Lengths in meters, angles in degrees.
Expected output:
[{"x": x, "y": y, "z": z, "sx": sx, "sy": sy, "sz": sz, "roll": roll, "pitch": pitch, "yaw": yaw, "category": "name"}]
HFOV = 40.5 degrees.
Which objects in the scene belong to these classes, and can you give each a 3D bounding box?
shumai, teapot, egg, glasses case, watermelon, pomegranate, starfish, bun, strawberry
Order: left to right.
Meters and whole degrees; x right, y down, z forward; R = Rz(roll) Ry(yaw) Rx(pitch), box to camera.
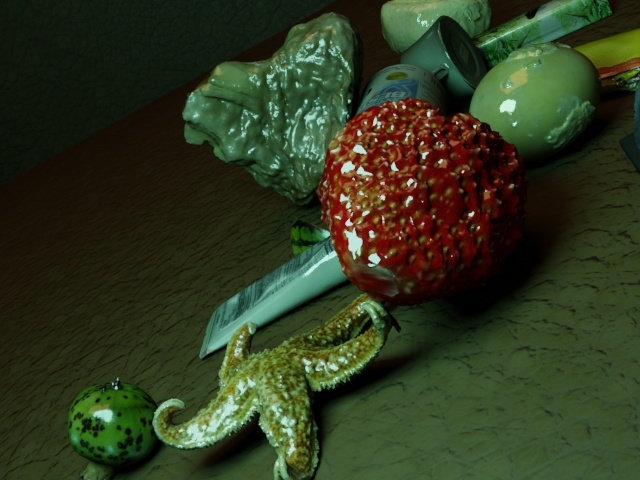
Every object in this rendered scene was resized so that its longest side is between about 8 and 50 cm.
[{"x": -0.272, "y": 0.255, "z": 1.118, "sx": 0.161, "sy": 0.122, "sz": 0.122, "roll": -69, "pitch": 24, "yaw": 6, "category": "pomegranate"}, {"x": -0.078, "y": -0.232, "z": 1.511, "sx": 0.283, "sy": 0.346, "sz": 0.217, "roll": 9, "pitch": 28, "yaw": 4, "category": "shumai"}, {"x": -0.033, "y": 0.155, "z": 1.014, "sx": 0.303, "sy": 0.113, "sz": 0.312, "roll": -22, "pitch": 21, "yaw": 22, "category": "starfish"}, {"x": -0.010, "y": -0.007, "z": 1.363, "sx": 0.087, "sy": 0.069, "sz": 0.163, "roll": -40, "pitch": 27, "yaw": -20, "category": "watermelon"}, {"x": 0.124, "y": -0.045, "z": 1.027, "sx": 0.261, "sy": 0.261, "sz": 0.257, "roll": -31, "pitch": 3, "yaw": 0, "category": "strawberry"}, {"x": 0.209, "y": -0.314, "z": 1.632, "sx": 0.149, "sy": 0.162, "sz": 0.239, "roll": -27, "pitch": 13, "yaw": 33, "category": "teapot"}, {"x": 0.251, "y": -0.458, "z": 1.867, "sx": 0.244, "sy": 0.153, "sz": 0.244, "roll": -7, "pitch": 27, "yaw": 3, "category": "bun"}, {"x": 0.309, "y": -0.197, "z": 1.251, "sx": 0.202, "sy": 0.164, "sz": 0.164, "roll": -33, "pitch": 23, "yaw": -4, "category": "egg"}, {"x": 0.423, "y": -0.422, "z": 1.697, "sx": 0.272, "sy": 0.062, "sz": 0.095, "roll": -22, "pitch": 24, "yaw": 19, "category": "glasses case"}]

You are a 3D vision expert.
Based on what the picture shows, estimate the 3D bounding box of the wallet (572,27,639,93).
[{"x": 0.412, "y": -0.267, "z": 1.387, "sx": 0.241, "sy": 0.067, "sz": 0.141, "roll": -13, "pitch": 30, "yaw": 35, "category": "wallet"}]

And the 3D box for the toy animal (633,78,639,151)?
[{"x": 0.399, "y": -0.091, "z": 0.997, "sx": 0.062, "sy": 0.108, "sz": 0.220, "roll": -19, "pitch": 60, "yaw": 19, "category": "toy animal"}]

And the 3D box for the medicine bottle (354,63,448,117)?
[{"x": 0.127, "y": -0.172, "z": 1.421, "sx": 0.157, "sy": 0.157, "sz": 0.288, "roll": -22, "pitch": 24, "yaw": 21, "category": "medicine bottle"}]

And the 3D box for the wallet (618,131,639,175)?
[{"x": 0.507, "y": -0.155, "z": 1.091, "sx": 0.244, "sy": 0.025, "sz": 0.124, "roll": -24, "pitch": 24, "yaw": 16, "category": "wallet"}]

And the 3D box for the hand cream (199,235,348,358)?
[{"x": -0.037, "y": 0.065, "z": 1.277, "sx": 0.341, "sy": 0.077, "sz": 0.124, "roll": -32, "pitch": 22, "yaw": 17, "category": "hand cream"}]
